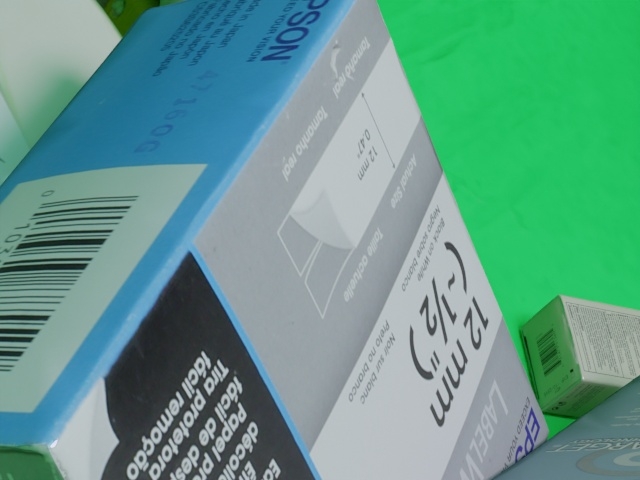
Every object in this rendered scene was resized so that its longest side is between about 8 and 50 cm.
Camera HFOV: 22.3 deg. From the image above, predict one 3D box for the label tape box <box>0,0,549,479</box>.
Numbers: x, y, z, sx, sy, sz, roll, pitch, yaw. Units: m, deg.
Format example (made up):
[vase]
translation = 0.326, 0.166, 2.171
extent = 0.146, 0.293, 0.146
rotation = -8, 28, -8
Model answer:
[label tape box]
translation = -0.007, 0.113, 0.611
extent = 0.348, 0.115, 0.249
rotation = 63, 36, -29

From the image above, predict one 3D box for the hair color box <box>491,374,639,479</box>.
[hair color box]
translation = 0.161, 0.167, 0.686
extent = 0.374, 0.113, 0.185
rotation = -16, 101, -62

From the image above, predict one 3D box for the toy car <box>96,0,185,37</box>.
[toy car]
translation = -0.049, -0.115, 0.833
extent = 0.136, 0.182, 0.159
rotation = 13, 36, -35

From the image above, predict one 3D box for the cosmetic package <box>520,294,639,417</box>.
[cosmetic package]
translation = 0.178, 0.074, 0.951
extent = 0.115, 0.041, 0.060
rotation = 13, 51, -29

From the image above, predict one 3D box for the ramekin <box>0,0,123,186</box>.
[ramekin]
translation = -0.209, -0.021, 0.660
extent = 0.303, 0.148, 0.303
rotation = 20, 48, -24
